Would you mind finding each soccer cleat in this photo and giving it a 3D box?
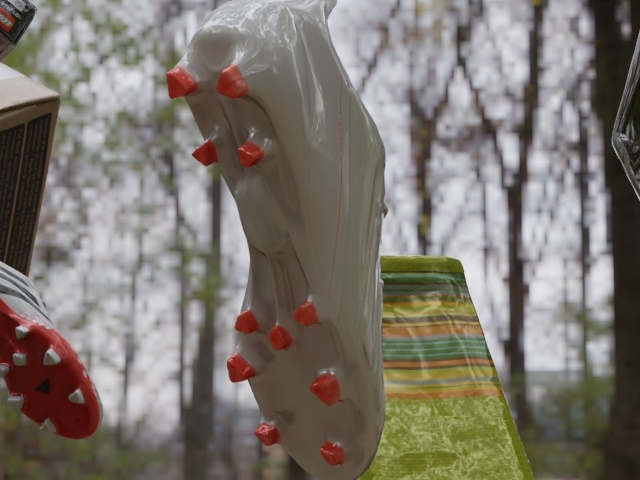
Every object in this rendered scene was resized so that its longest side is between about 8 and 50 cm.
[{"bbox_3d":[-0.096,0.028,0.635,0.029,0.083,0.035,-50,-9,22],"label":"soccer cleat"},{"bbox_3d":[0.000,0.000,0.749,0.068,0.196,0.076,10,32,42],"label":"soccer cleat"}]

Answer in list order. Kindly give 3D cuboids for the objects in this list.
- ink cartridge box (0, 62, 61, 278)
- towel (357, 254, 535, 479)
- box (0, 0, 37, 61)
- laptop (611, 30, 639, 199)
[{"bbox_3d":[-0.293,-0.048,1.294,0.234,0.193,0.088,29,29,25],"label":"ink cartridge box"},{"bbox_3d":[0.055,0.101,0.961,0.102,0.237,0.021,-2,-39,-21],"label":"towel"},{"bbox_3d":[-0.244,-0.133,0.915,0.207,0.036,0.114,41,-56,-16],"label":"box"},{"bbox_3d":[0.364,-0.128,1.125,0.236,0.408,0.382,4,32,-11],"label":"laptop"}]
